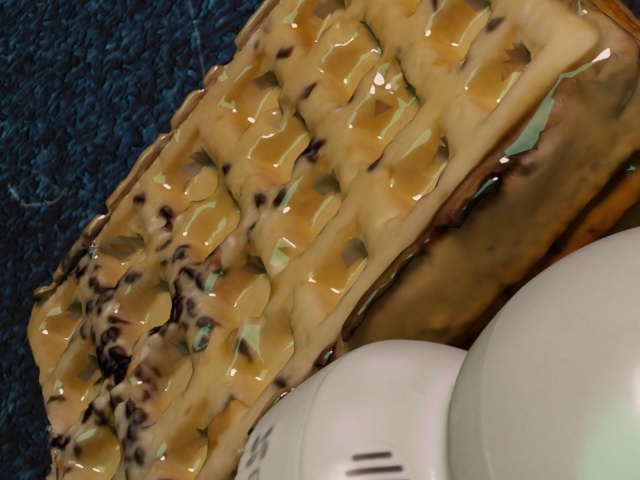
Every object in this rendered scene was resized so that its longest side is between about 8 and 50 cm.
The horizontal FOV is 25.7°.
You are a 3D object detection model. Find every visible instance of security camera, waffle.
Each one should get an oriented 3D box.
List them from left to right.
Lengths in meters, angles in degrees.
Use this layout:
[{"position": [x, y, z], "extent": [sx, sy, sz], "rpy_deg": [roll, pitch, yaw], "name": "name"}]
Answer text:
[{"position": [0.000, 0.000, 0.708], "extent": [0.376, 0.114, 0.261], "rpy_deg": [-48, 39, 19], "name": "waffle"}, {"position": [0.110, 0.092, 0.489], "extent": [0.236, 0.195, 0.194], "rpy_deg": [-32, 49, 30], "name": "security camera"}]
